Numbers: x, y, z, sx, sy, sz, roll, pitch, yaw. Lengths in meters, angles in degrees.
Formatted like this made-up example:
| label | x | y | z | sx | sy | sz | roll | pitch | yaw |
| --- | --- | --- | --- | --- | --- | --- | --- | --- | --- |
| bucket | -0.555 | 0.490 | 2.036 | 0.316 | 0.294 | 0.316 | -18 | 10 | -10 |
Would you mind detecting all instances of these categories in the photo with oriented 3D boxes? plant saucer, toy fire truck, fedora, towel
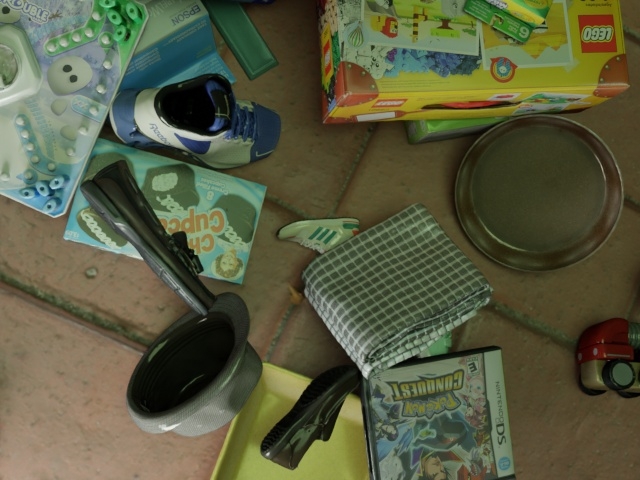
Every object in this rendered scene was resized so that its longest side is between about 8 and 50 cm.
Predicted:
| label | x | y | z | sx | sy | sz | roll | pitch | yaw |
| --- | --- | --- | --- | --- | --- | --- | --- | --- | --- |
| plant saucer | 0.414 | -0.091 | 1.717 | 0.310 | 0.050 | 0.311 | 5 | 111 | 14 |
| toy fire truck | 0.630 | 0.179 | 1.777 | 0.217 | 0.158 | 0.246 | 6 | 72 | -13 |
| fedora | -0.196 | 0.233 | 1.541 | 0.275 | 0.244 | 0.124 | -41 | 124 | 1 |
| plant saucer | -0.155 | -0.398 | 1.692 | 0.067 | 0.018 | 0.192 | -34 | 94 | -14 |
| plant saucer | -0.028 | 0.423 | 1.620 | 0.332 | 0.081 | 0.333 | 22 | 80 | -11 |
| towel | 0.136 | 0.080 | 1.606 | 0.283 | 0.121 | 0.235 | -29 | 50 | -14 |

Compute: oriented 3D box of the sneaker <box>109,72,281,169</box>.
| label | x | y | z | sx | sy | sz | roll | pitch | yaw |
| --- | --- | --- | --- | --- | --- | --- | --- | --- | --- |
| sneaker | -0.178 | -0.200 | 1.539 | 0.315 | 0.182 | 0.127 | 5 | 85 | -40 |

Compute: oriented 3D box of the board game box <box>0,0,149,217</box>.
| label | x | y | z | sx | sy | sz | roll | pitch | yaw |
| --- | --- | --- | --- | --- | --- | --- | --- | --- | --- |
| board game box | -0.538 | -0.289 | 1.497 | 0.390 | 0.050 | 0.390 | 24 | 95 | -1 |

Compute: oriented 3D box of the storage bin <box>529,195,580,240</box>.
| label | x | y | z | sx | sy | sz | roll | pitch | yaw |
| --- | --- | --- | --- | --- | --- | --- | --- | --- | --- |
| storage bin | 0.473 | -0.063 | 1.782 | 0.135 | 0.098 | 0.091 | 44 | 87 | -7 |

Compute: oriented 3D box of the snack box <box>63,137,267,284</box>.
| label | x | y | z | sx | sy | sz | roll | pitch | yaw |
| --- | --- | --- | --- | --- | --- | --- | --- | --- | --- |
| snack box | -0.274 | -0.050 | 1.610 | 0.322 | 0.060 | 0.187 | 15 | 83 | -12 |

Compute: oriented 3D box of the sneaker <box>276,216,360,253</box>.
| label | x | y | z | sx | sy | sz | roll | pitch | yaw |
| --- | --- | --- | --- | --- | --- | --- | --- | --- | --- |
| sneaker | 0.000 | 0.000 | 1.674 | 0.161 | 0.057 | 0.075 | -4 | 81 | -17 |

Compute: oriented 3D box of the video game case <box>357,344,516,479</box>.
| label | x | y | z | sx | sy | sz | roll | pitch | yaw |
| --- | --- | --- | --- | --- | --- | --- | --- | --- | --- |
| video game case | 0.212 | 0.332 | 1.619 | 0.274 | 0.035 | 0.248 | -7 | 93 | -17 |

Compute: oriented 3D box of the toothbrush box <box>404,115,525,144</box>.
| label | x | y | z | sx | sy | sz | roll | pitch | yaw |
| --- | --- | --- | --- | --- | --- | --- | --- | --- | --- |
| toothbrush box | 0.255 | -0.345 | 1.733 | 0.206 | 0.122 | 0.283 | -9 | 86 | -13 |

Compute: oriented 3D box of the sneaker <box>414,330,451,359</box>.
| label | x | y | z | sx | sy | sz | roll | pitch | yaw |
| --- | --- | --- | --- | --- | --- | --- | --- | --- | --- |
| sneaker | 0.244 | 0.180 | 1.695 | 0.151 | 0.094 | 0.256 | -23 | 88 | -8 |

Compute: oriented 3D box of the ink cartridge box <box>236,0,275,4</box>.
| label | x | y | z | sx | sy | sz | roll | pitch | yaw |
| --- | --- | --- | --- | --- | --- | --- | --- | --- | --- |
| ink cartridge box | -0.183 | -0.568 | 1.565 | 0.395 | 0.151 | 0.270 | -8 | 78 | -40 |

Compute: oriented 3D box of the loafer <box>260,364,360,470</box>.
| label | x | y | z | sx | sy | sz | roll | pitch | yaw |
| --- | --- | --- | --- | --- | --- | --- | --- | --- | --- |
| loafer | -0.007 | 0.307 | 1.562 | 0.220 | 0.080 | 0.078 | -45 | 106 | -8 |

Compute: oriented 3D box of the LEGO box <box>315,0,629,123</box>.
| label | x | y | z | sx | sy | sz | roll | pitch | yaw |
| --- | --- | --- | --- | --- | --- | --- | --- | --- | --- |
| LEGO box | 0.246 | -0.413 | 1.576 | 0.500 | 0.193 | 0.373 | -4 | 85 | -11 |

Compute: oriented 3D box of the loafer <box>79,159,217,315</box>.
| label | x | y | z | sx | sy | sz | roll | pitch | yaw |
| --- | --- | --- | --- | --- | --- | --- | --- | --- | --- |
| loafer | -0.271 | -0.008 | 1.526 | 0.095 | 0.109 | 0.302 | -44 | 95 | -15 |

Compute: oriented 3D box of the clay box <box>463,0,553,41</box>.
| label | x | y | z | sx | sy | sz | roll | pitch | yaw |
| --- | --- | --- | --- | --- | --- | --- | --- | --- | --- |
| clay box | 0.333 | -0.447 | 1.469 | 0.127 | 0.053 | 0.222 | 26 | 79 | -7 |

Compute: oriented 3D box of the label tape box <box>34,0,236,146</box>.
| label | x | y | z | sx | sy | sz | roll | pitch | yaw |
| --- | --- | --- | --- | --- | --- | --- | --- | --- | --- |
| label tape box | -0.336 | -0.379 | 1.597 | 0.249 | 0.115 | 0.348 | -34 | 92 | -14 |
